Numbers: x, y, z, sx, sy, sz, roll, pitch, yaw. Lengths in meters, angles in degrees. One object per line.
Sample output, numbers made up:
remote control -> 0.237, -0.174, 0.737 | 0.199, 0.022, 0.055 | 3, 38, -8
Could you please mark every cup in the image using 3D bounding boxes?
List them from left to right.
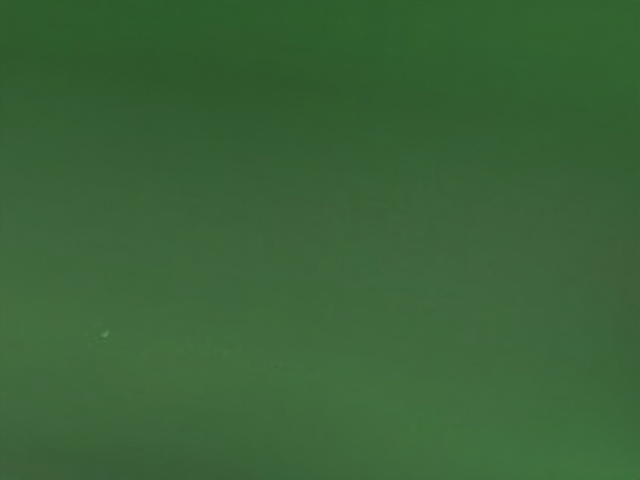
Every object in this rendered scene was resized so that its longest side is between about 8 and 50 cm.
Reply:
cup -> -0.065, -0.016, 0.438 | 0.253, 0.371, 0.253 | 7, -90, -89
